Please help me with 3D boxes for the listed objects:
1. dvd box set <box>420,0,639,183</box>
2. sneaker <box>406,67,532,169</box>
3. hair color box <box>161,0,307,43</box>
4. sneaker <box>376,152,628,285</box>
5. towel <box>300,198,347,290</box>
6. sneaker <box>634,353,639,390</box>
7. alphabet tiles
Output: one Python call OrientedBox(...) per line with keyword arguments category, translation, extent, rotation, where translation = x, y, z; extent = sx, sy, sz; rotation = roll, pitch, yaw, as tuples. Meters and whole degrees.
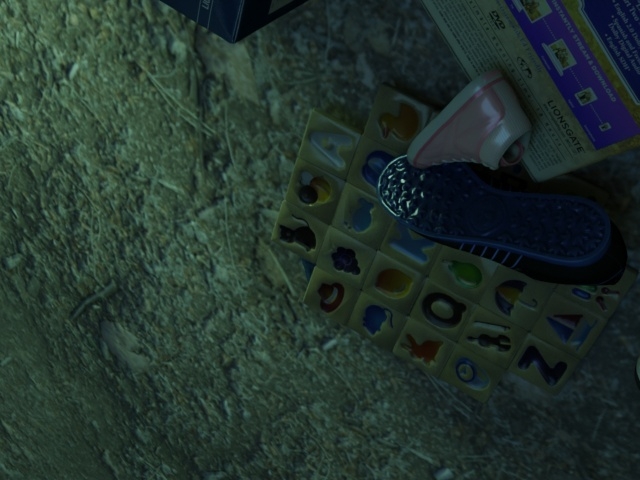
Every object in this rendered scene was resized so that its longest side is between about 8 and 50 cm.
OrientedBox(category="dvd box set", translation=(0.226, -0.229, 0.557), extent=(0.308, 0.062, 0.420), rotation=(55, 146, -8))
OrientedBox(category="sneaker", translation=(0.123, -0.078, 0.719), extent=(0.070, 0.051, 0.134), rotation=(53, 148, 6))
OrientedBox(category="hair color box", translation=(-0.152, -0.319, 0.747), extent=(0.347, 0.174, 0.105), rotation=(33, 134, 13))
OrientedBox(category="sneaker", translation=(0.156, -0.013, 0.771), extent=(0.232, 0.081, 0.090), rotation=(23, 170, 38))
OrientedBox(category="towel", translation=(0.000, 0.000, 0.954), extent=(0.067, 0.029, 0.120), rotation=(4, 121, 35))
OrientedBox(category="sneaker", translation=(0.404, 0.095, 0.655), extent=(0.295, 0.124, 0.179), rotation=(16, 132, 17))
OrientedBox(category="alphabet tiles", translation=(0.116, 0.013, 0.867), extent=(0.342, 0.011, 0.285), rotation=(28, 128, 12))
